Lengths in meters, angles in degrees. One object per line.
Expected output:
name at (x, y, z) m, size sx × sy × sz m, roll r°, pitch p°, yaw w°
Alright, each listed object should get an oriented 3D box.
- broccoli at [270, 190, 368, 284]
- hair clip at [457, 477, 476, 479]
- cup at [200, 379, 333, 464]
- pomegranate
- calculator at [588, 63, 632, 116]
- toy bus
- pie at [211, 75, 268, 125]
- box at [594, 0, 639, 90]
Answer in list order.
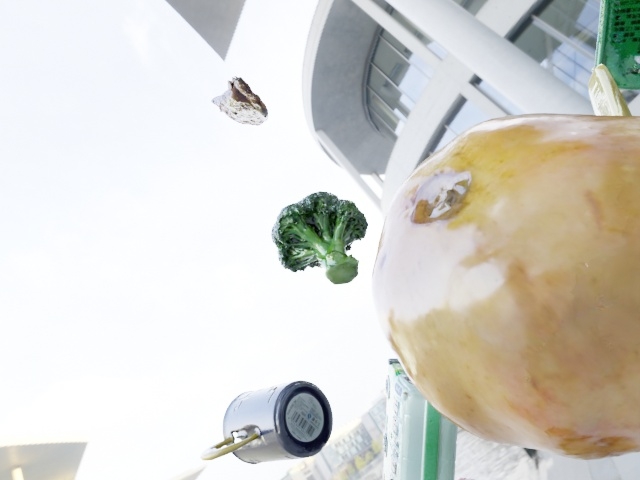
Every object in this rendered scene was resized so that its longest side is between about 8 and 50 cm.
broccoli at (0.000, 0.000, 1.264) m, size 0.298 × 0.297 × 0.297 m, roll -8°, pitch -51°, yaw -10°
hair clip at (0.355, 0.666, 1.091) m, size 0.123 × 0.138 × 0.102 m, roll -20°, pitch -40°, yaw 40°
cup at (-0.124, 0.460, 1.026) m, size 0.256 × 0.178 × 0.255 m, roll -34°, pitch 10°, yaw 47°
pomegranate at (0.264, 0.052, 0.529) m, size 0.412 × 0.411 × 0.411 m, roll -27°, pitch -28°, yaw -16°
calculator at (0.647, -0.279, 0.972) m, size 0.033 × 0.236 × 0.157 m, roll -19°, pitch -12°, yaw 21°
toy bus at (0.199, 0.391, 0.871) m, size 0.134 × 0.275 × 0.165 m, roll 1°, pitch 5°, yaw 0°
pie at (-0.129, -0.217, 0.719) m, size 0.088 × 0.191 × 0.033 m, roll 28°, pitch -95°, yaw -23°
box at (0.789, -0.510, 0.984) m, size 0.106 × 0.264 × 0.336 m, roll -50°, pitch -43°, yaw -23°
